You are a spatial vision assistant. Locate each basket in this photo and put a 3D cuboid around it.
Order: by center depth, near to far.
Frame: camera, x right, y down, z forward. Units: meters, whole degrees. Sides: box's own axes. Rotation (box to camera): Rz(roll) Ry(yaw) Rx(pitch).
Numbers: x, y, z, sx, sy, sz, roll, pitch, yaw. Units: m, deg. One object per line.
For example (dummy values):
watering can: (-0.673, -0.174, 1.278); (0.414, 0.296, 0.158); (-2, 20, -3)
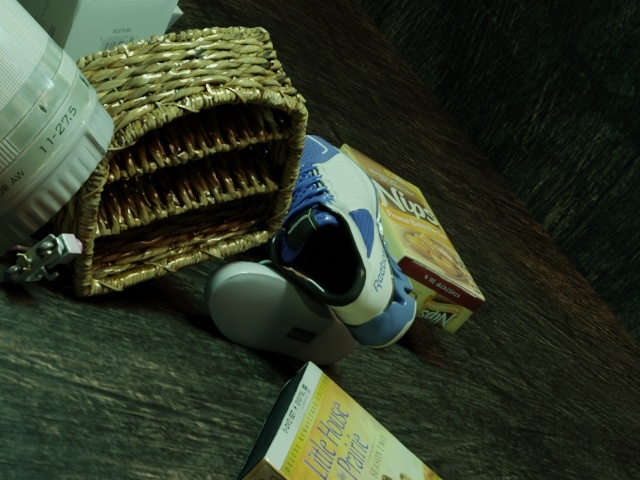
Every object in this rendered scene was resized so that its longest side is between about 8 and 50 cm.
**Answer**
basket: (-0.155, -0.097, 1.632); (0.299, 0.213, 0.223); (-16, 78, -37)

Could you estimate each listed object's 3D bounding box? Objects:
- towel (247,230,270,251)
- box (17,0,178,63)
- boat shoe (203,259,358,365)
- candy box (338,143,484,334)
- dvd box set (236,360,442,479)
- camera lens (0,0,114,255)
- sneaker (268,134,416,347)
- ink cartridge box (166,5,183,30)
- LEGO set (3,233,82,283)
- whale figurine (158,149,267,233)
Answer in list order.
towel: (0.000, 0.000, 2.274); (0.332, 0.053, 0.317); (41, 18, -7)
box: (-0.385, -0.311, 1.781); (0.345, 0.168, 0.215); (33, 23, 17)
boat shoe: (-0.059, 0.075, 1.877); (0.301, 0.108, 0.102); (25, 25, -52)
candy box: (0.121, -0.006, 2.311); (0.183, 0.087, 0.316); (29, 22, -34)
dvd box set: (0.099, 0.343, 1.670); (0.420, 0.062, 0.307); (43, 17, -3)
camera lens: (-0.353, -0.140, 1.333); (0.274, 0.219, 0.219); (48, 14, -26)
sneaker: (0.005, -0.025, 1.848); (0.182, 0.127, 0.315); (39, 21, -56)
ink cartridge box: (-0.295, -0.367, 2.415); (0.052, 0.088, 0.122); (49, 18, 9)
LEGO set: (-0.342, -0.083, 1.573); (0.107, 0.132, 0.287); (16, 53, -66)
whale figurine: (-0.143, -0.098, 1.898); (0.216, 0.272, 0.141); (16, -55, 52)
